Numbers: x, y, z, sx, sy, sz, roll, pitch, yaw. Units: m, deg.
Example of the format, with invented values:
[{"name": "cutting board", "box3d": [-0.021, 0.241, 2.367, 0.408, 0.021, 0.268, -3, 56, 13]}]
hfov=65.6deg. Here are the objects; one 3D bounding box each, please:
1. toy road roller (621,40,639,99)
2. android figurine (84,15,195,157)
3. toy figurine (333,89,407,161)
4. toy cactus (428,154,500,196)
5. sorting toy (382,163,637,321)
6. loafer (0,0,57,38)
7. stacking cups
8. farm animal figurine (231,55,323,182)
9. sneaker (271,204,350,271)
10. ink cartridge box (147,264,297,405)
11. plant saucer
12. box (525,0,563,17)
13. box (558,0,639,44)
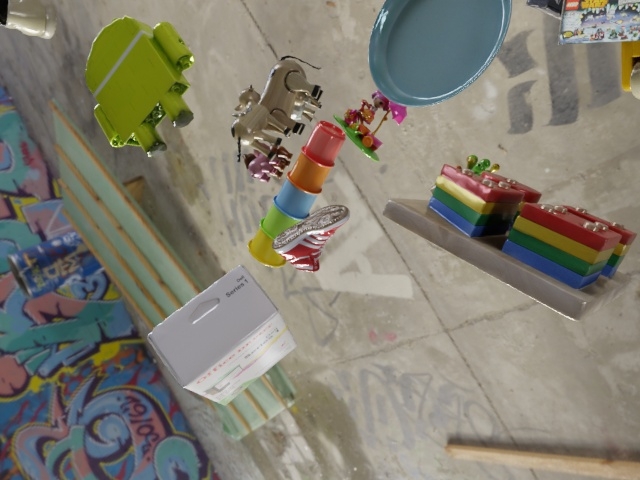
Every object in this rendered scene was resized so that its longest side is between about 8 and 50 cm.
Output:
[{"name": "toy road roller", "box3d": [0.968, -0.556, 1.318, 0.202, 0.240, 0.330, -150, 48, -64]}, {"name": "android figurine", "box3d": [-0.346, -0.297, 0.933, 0.248, 0.056, 0.273, -42, 74, 22]}, {"name": "toy figurine", "box3d": [0.140, -0.315, 1.246, 0.159, 0.130, 0.173, -46, 70, 19]}, {"name": "toy cactus", "box3d": [0.388, -0.163, 1.366, 0.112, 0.180, 0.219, 61, -176, -10]}, {"name": "sorting toy", "box3d": [0.258, -0.020, 0.639, 0.255, 0.257, 0.090, 33, 113, 35]}, {"name": "loafer", "box3d": [-0.630, -0.481, 0.978, 0.268, 0.092, 0.102, 30, 112, 24]}, {"name": "stacking cups", "box3d": [-0.041, -0.090, 1.017, 0.096, 0.096, 0.316, 45, 118, 24]}, {"name": "farm animal figurine", "box3d": [-0.127, -0.307, 1.213, 0.172, 0.327, 0.330, 29, 174, 0]}, {"name": "sneaker", "box3d": [0.000, 0.000, 0.673, 0.118, 0.042, 0.067, -26, 126, 22]}, {"name": "ink cartridge box", "box3d": [-0.168, 0.191, 0.940, 0.117, 0.201, 0.278, 47, 167, 21]}, {"name": "plant saucer", "box3d": [0.239, -0.422, 1.015, 0.317, 0.043, 0.318, -8, 77, 40]}, {"name": "box", "box3d": [0.796, -0.820, 1.401, 0.097, 0.317, 0.395, 52, 130, 52]}, {"name": "box", "box3d": [0.472, -0.372, 0.818, 0.136, 0.027, 0.094, 5, 152, 22]}]
